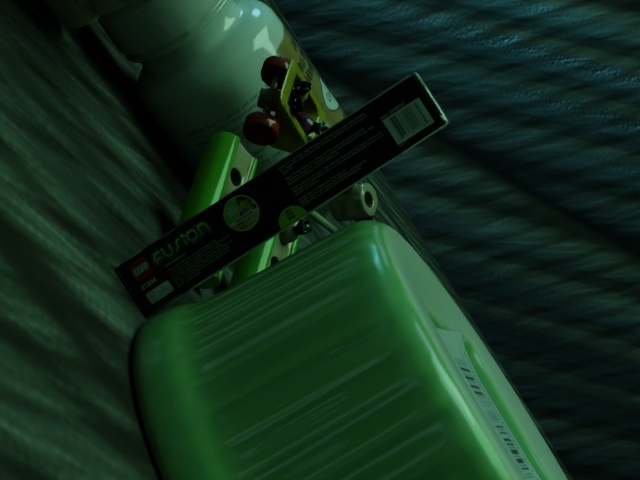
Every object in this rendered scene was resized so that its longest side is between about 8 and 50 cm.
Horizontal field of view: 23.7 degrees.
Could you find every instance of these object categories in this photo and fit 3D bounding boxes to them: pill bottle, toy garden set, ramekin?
[{"bbox_3d":[-0.072,-0.121,1.228,0.229,0.131,0.131,53,9,-28],"label":"pill bottle"},{"bbox_3d":[0.000,0.000,1.135,0.244,0.049,0.204,50,42,-39],"label":"toy garden set"},{"bbox_3d":[0.042,0.135,0.852,0.303,0.148,0.303,56,8,-12],"label":"ramekin"}]

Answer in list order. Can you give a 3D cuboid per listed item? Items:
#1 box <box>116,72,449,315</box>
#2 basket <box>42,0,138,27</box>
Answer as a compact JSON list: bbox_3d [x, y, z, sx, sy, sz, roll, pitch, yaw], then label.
[{"bbox_3d":[-0.018,-0.029,0.920,0.036,0.207,0.114,57,7,-1],"label":"box"},{"bbox_3d":[-0.121,-0.372,1.062,0.331,0.328,0.266,52,31,-37],"label":"basket"}]
